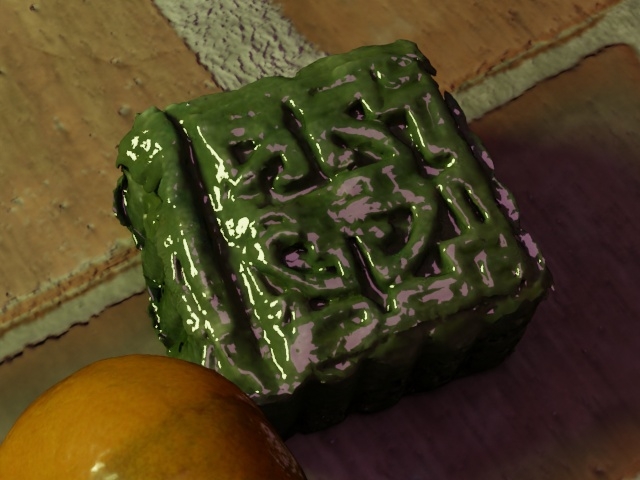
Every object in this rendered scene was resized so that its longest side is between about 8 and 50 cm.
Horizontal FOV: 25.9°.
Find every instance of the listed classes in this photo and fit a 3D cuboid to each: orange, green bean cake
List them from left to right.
[{"bbox_3d":[-0.099,0.186,0.816,0.171,0.240,0.240,20,50,-43],"label":"orange"},{"bbox_3d":[0.000,0.000,0.975,0.255,0.132,0.241,-16,68,-14],"label":"green bean cake"}]
